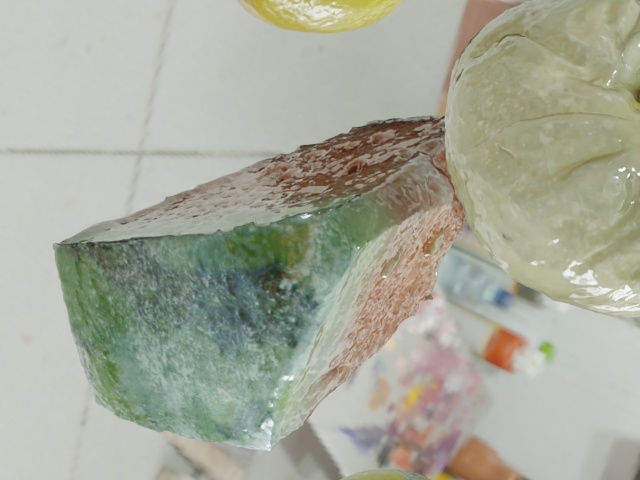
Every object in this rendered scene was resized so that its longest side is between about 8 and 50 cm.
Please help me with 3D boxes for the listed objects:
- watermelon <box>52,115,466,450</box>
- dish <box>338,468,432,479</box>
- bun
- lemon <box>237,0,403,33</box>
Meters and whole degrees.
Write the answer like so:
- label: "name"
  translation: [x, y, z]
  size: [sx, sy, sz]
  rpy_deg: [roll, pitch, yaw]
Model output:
- label: "watermelon"
  translation: [0.000, 0.000, 0.900]
  size: [0.256, 0.193, 0.140]
  rpy_deg: [-39, 125, -47]
- label: "dish"
  translation: [0.038, 0.272, 1.420]
  size: [0.080, 0.207, 0.149]
  rpy_deg: [36, 63, -45]
- label: "bun"
  translation: [0.138, -0.045, 0.693]
  size: [0.111, 0.164, 0.188]
  rpy_deg: [-37, 164, 38]
- label: "lemon"
  translation: [-0.002, -0.271, 1.396]
  size: [0.207, 0.170, 0.170]
  rpy_deg: [-6, 115, -23]
